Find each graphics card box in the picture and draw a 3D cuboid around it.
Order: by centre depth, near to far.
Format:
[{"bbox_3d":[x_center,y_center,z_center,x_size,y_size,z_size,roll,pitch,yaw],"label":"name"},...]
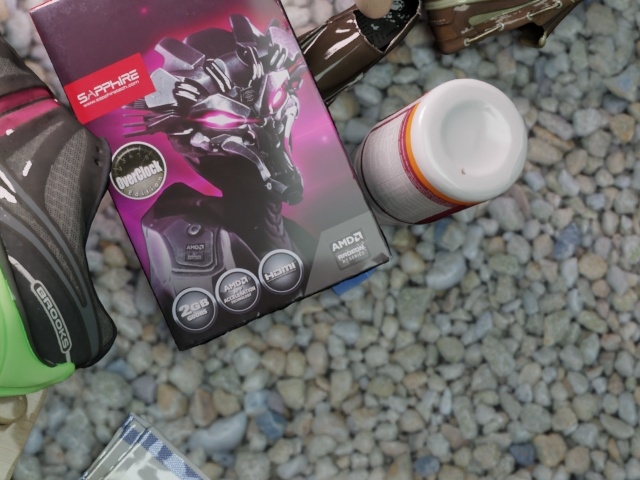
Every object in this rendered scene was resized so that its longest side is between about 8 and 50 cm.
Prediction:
[{"bbox_3d":[-0.105,-0.103,1.377,0.233,0.094,0.371,-23,92,0],"label":"graphics card box"}]

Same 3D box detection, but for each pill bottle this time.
[{"bbox_3d":[0.109,-0.081,1.417,0.121,0.221,0.121,3,81,-19],"label":"pill bottle"}]

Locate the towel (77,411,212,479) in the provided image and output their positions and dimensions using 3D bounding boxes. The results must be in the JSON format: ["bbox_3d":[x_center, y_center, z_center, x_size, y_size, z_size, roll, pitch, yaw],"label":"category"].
[{"bbox_3d":[-0.196,0.336,1.349,0.209,0.034,0.285,44,73,-11],"label":"towel"}]

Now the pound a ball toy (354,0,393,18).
[{"bbox_3d":[0.128,-0.336,1.491,0.319,0.135,0.208,-22,54,-21],"label":"pound a ball toy"}]

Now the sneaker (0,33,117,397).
[{"bbox_3d":[-0.305,-0.081,1.288,0.202,0.185,0.483,5,63,-43],"label":"sneaker"}]

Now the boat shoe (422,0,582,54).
[{"bbox_3d":[0.236,-0.263,1.570,0.257,0.095,0.095,-14,101,-15],"label":"boat shoe"}]

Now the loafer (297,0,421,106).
[{"bbox_3d":[0.023,-0.206,1.482,0.220,0.078,0.080,-44,97,-20],"label":"loafer"}]

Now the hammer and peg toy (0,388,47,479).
[{"bbox_3d":[-0.451,0.167,1.232,0.361,0.127,0.266,26,74,-14],"label":"hammer and peg toy"}]

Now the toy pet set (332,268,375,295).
[{"bbox_3d":[0.000,0.000,1.448,0.122,0.065,0.114,-38,98,-17],"label":"toy pet set"}]
